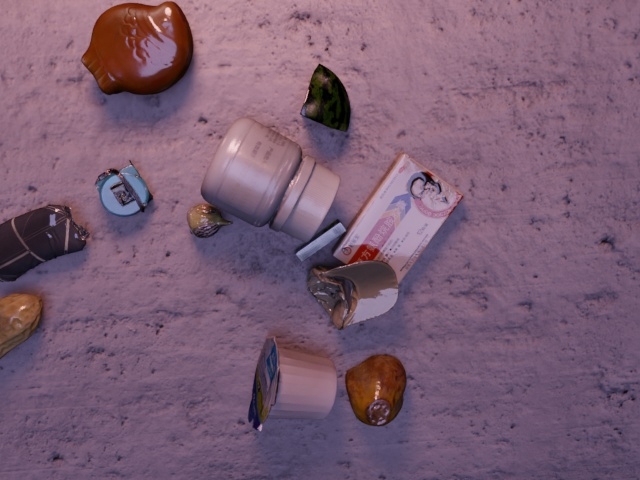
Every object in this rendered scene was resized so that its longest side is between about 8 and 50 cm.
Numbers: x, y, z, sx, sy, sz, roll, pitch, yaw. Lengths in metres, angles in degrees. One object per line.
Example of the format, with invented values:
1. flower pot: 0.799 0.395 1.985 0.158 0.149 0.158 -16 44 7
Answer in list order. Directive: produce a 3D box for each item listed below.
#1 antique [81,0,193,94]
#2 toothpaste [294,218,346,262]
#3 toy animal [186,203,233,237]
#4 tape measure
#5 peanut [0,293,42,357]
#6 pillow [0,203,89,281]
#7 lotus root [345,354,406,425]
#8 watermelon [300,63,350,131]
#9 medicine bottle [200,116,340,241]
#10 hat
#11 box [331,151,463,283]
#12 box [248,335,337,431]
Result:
1. antique: -0.447 -0.479 1.231 0.278 0.129 0.223 -35 105 7
2. toothpaste: 0.000 0.000 1.429 0.164 0.046 0.034 -35 106 7
3. toy animal: -0.310 -0.044 1.376 0.137 0.098 0.098 23 104 11
4. tape measure: -0.538 -0.131 1.348 0.125 0.081 0.146 -32 109 -12
5. peanut: -0.930 0.261 1.412 0.313 0.152 0.152 -32 105 4
6. pillow: -0.815 0.011 1.371 0.335 0.092 0.161 -23 109 5
7. lotus root: 0.185 0.475 1.507 0.199 0.180 0.188 -31 101 7
8. watermelon: 0.026 -0.357 1.301 0.145 0.137 0.193 22 61 -7
9. medicine bottle: -0.126 -0.149 1.278 0.306 0.245 0.245 27 103 -9
10. hat: 0.088 0.130 1.427 0.244 0.149 0.214 -21 119 -5
11. box: 0.217 -0.048 1.419 0.214 0.069 0.353 33 100 -11
12. box: -0.081 0.450 1.465 0.206 0.262 0.291 13 115 -17
